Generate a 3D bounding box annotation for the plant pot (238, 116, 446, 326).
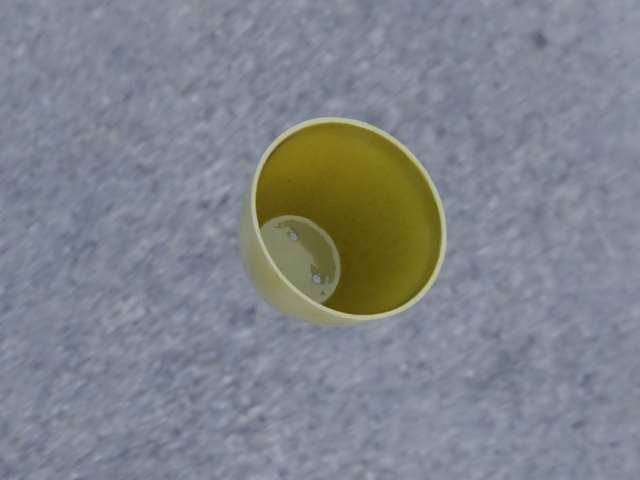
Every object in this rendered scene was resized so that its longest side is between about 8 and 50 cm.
[{"bbox_3d":[0.000,0.000,1.202,0.134,0.095,0.134,9,68,-23],"label":"plant pot"}]
